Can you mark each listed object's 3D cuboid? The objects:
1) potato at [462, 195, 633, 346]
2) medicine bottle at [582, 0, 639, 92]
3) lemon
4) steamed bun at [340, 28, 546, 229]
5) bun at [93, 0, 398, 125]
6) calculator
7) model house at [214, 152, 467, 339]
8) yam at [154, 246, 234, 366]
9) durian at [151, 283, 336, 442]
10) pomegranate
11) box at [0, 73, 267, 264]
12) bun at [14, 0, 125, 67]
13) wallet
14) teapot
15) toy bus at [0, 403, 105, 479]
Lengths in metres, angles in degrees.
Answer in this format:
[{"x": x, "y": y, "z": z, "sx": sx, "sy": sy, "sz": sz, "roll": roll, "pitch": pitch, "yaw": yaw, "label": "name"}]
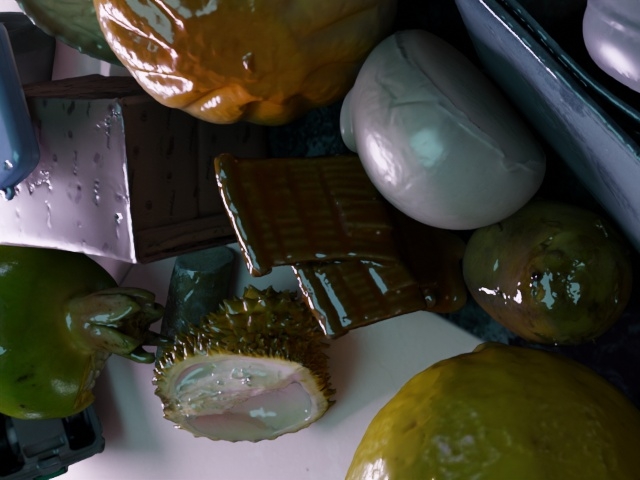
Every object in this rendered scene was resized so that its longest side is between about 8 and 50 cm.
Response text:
[{"x": 0.215, "y": 0.031, "z": 1.289, "sx": 0.176, "sy": 0.137, "sz": 0.137, "roll": 40, "pitch": 130, "yaw": 54, "label": "potato"}, {"x": 0.347, "y": -0.238, "z": 0.994, "sx": 0.245, "sy": 0.245, "sz": 0.306, "roll": 31, "pitch": 112, "yaw": 33, "label": "medicine bottle"}, {"x": 0.174, "y": 0.260, "z": 1.256, "sx": 0.364, "sy": 0.364, "sz": 0.364, "roll": 15, "pitch": 112, "yaw": 40, "label": "lemon"}, {"x": 0.105, "y": -0.096, "z": 1.295, "sx": 0.131, "sy": 0.177, "sz": 0.228, "roll": -49, "pitch": 39, "yaw": 21, "label": "steamed bun"}, {"x": -0.069, "y": -0.218, "z": 1.325, "sx": 0.299, "sy": 0.299, "sz": 0.165, "roll": -51, "pitch": 26, "yaw": 39, "label": "bun"}, {"x": -0.369, "y": -0.142, "z": 1.531, "sx": 0.121, "sy": 0.039, "sz": 0.210, "roll": -28, "pitch": 74, "yaw": 42, "label": "calculator"}, {"x": 0.001, "y": 0.000, "z": 1.410, "sx": 0.219, "sy": 0.229, "sz": 0.199, "roll": -13, "pitch": 87, "yaw": 46, "label": "model house"}, {"x": -0.154, "y": 0.091, "z": 1.683, "sx": 0.078, "sy": 0.078, "sz": 0.179, "roll": 32, "pitch": 123, "yaw": 32, "label": "yam"}, {"x": -0.082, "y": 0.142, "z": 1.590, "sx": 0.249, "sy": 0.183, "sz": 0.138, "roll": -32, "pitch": 56, "yaw": 33, "label": "durian"}, {"x": -0.320, "y": 0.104, "z": 1.685, "sx": 0.301, "sy": 0.236, "sz": 0.236, "roll": -8, "pitch": 97, "yaw": 41, "label": "pomegranate"}, {"x": -0.236, "y": -0.090, "z": 1.603, "sx": 0.297, "sy": 0.225, "sz": 0.190, "roll": 5, "pitch": 104, "yaw": 42, "label": "box"}, {"x": -0.171, "y": -0.364, "z": 1.446, "sx": 0.364, "sy": 0.202, "sz": 0.364, "roll": 5, "pitch": 133, "yaw": 5, "label": "bun"}, {"x": 0.222, "y": -0.101, "z": 1.170, "sx": 0.054, "sy": 0.251, "sz": 0.290, "roll": -39, "pitch": 71, "yaw": 1, "label": "wallet"}, {"x": -0.402, "y": -0.173, "z": 1.796, "sx": 0.203, "sy": 0.171, "sz": 0.225, "roll": 1, "pitch": 113, "yaw": 12, "label": "teapot"}, {"x": -0.437, "y": 0.162, "z": 1.896, "sx": 0.199, "sy": 0.183, "sz": 0.344, "roll": -16, "pitch": 90, "yaw": 63, "label": "toy bus"}]
